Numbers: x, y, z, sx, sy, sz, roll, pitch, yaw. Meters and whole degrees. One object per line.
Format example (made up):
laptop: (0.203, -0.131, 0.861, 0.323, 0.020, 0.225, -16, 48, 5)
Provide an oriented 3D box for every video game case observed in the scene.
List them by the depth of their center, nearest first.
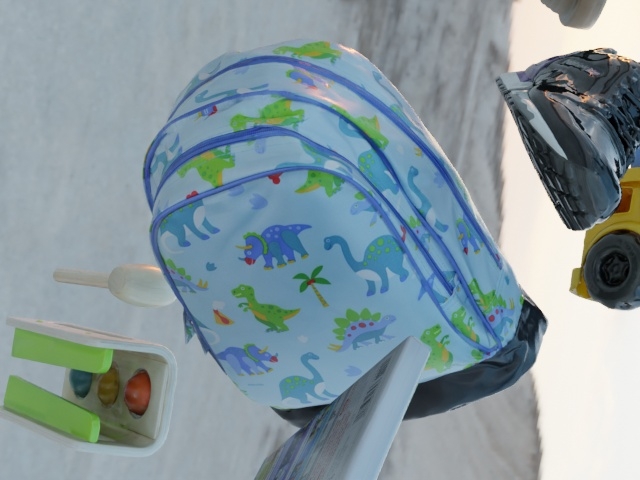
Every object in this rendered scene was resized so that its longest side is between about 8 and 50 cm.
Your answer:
video game case: (-0.017, 0.179, 0.791, 0.193, 0.023, 0.212, -45, -172, 38)

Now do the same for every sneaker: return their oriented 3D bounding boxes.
sneaker: (0.221, -0.105, 0.958, 0.283, 0.124, 0.107, -88, 152, -67)

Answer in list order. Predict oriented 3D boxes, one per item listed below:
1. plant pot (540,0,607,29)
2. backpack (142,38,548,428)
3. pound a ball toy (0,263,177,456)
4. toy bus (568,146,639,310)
plant pot: (0.280, -0.367, 1.362, 0.237, 0.109, 0.237, 9, 90, -89)
backpack: (0.000, 0.000, 1.026, 0.356, 0.290, 0.273, 69, 27, -18)
pound a ball toy: (-0.255, 0.130, 1.379, 0.319, 0.135, 0.208, 2, -98, 54)
toy bus: (0.377, -0.025, 1.183, 0.149, 0.220, 0.211, 14, 80, -41)
